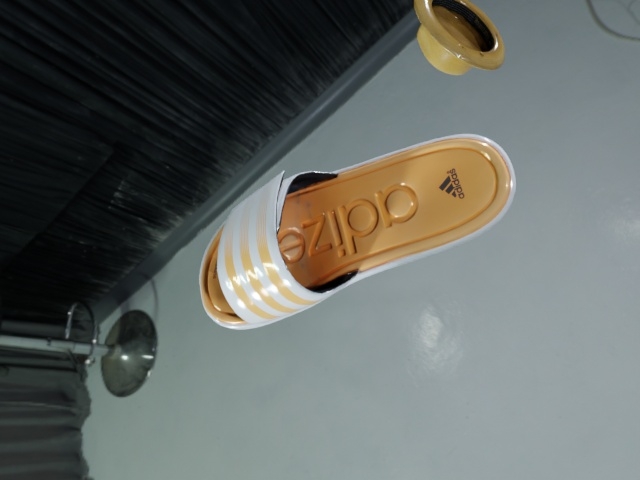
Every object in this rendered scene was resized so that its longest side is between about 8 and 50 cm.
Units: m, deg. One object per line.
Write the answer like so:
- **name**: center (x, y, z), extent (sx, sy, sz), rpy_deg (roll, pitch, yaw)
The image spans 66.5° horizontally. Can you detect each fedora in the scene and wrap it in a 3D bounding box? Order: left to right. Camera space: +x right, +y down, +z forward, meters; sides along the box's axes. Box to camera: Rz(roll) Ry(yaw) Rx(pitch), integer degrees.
- **fedora**: center (0.237, -0.361, 0.878), extent (0.079, 0.194, 0.194), rpy_deg (131, 135, -53)

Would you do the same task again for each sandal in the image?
- **sandal**: center (-0.003, -0.010, 0.347), extent (0.265, 0.076, 0.102), rpy_deg (-24, 77, 25)
